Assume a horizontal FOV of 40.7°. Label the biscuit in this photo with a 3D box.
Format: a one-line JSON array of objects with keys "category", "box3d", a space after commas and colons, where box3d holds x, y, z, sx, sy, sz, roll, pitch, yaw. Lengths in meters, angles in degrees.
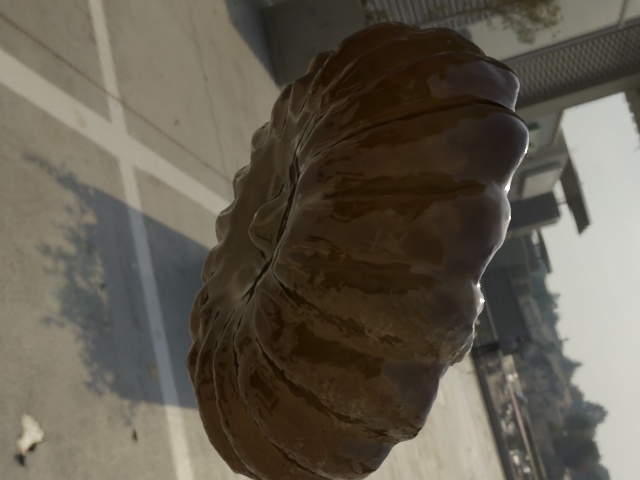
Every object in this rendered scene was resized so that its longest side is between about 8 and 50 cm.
[{"category": "biscuit", "box3d": [0.000, 0.000, 0.573, 0.107, 0.326, 0.325, 25, 34, -22]}]
